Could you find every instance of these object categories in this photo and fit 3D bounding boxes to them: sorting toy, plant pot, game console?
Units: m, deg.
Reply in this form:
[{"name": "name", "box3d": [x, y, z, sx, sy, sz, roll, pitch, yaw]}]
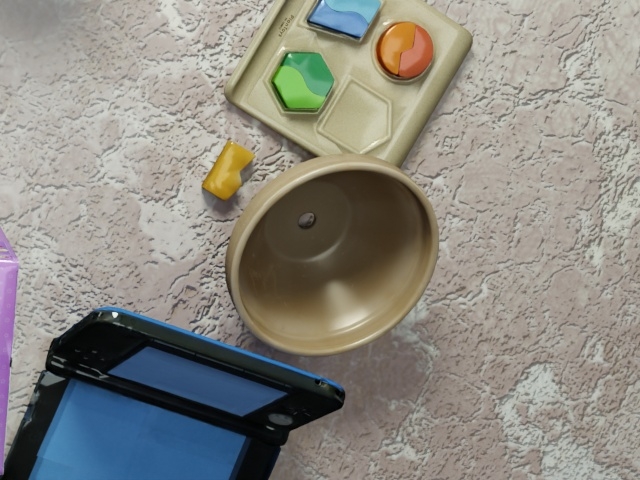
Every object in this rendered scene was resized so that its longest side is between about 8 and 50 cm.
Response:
[{"name": "sorting toy", "box3d": [0.012, -0.152, 1.846, 0.229, 0.041, 0.307, 31, 88, -20]}, {"name": "plant pot", "box3d": [0.000, 0.000, 1.814, 0.237, 0.110, 0.237, -11, 122, -18]}, {"name": "game console", "box3d": [-0.160, 0.215, 1.787, 0.293, 0.250, 0.173, 20, 66, -20]}]

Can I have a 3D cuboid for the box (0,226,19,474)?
[{"name": "box", "box3d": [-0.342, 0.093, 1.635, 0.057, 0.293, 0.201, 4, 97, -16]}]
